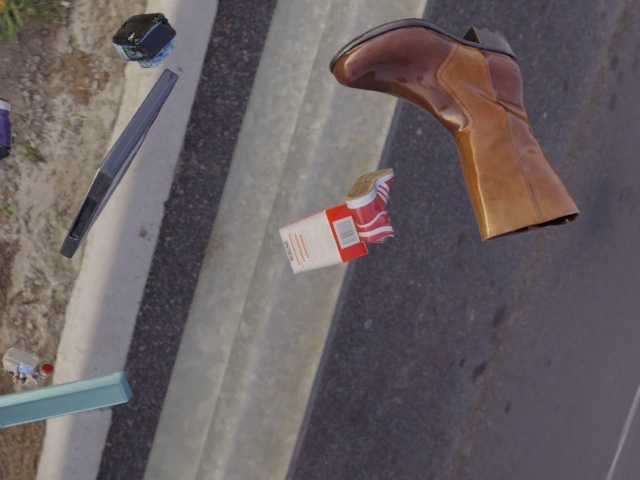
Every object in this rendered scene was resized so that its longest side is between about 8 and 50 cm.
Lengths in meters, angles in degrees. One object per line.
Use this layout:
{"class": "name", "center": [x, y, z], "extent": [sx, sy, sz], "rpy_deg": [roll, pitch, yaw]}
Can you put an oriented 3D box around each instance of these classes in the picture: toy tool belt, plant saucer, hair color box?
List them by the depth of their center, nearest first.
{"class": "hair color box", "center": [0.000, 0.000, 0.778], "extent": [0.043, 0.141, 0.072], "rpy_deg": [-20, 92, -30]}
{"class": "plant saucer", "center": [-0.375, 0.232, 0.847], "extent": [0.192, 0.018, 0.067], "rpy_deg": [-9, 135, -10]}
{"class": "toy tool belt", "center": [-0.489, 0.216, 0.979], "extent": [0.052, 0.083, 0.051], "rpy_deg": [-77, -169, -59]}

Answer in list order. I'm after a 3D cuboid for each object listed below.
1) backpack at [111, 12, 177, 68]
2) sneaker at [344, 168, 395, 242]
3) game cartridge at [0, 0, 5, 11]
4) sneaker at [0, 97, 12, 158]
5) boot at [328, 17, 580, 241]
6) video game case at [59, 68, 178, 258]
{"class": "backpack", "center": [-0.362, -0.407, 1.203], "extent": [0.105, 0.114, 0.084], "rpy_deg": [-58, 144, -22]}
{"class": "sneaker", "center": [0.063, -0.038, 0.666], "extent": [0.118, 0.042, 0.067], "rpy_deg": [-47, 121, -57]}
{"class": "game cartridge", "center": [-0.506, -0.405, 0.599], "extent": [0.053, 0.323, 0.285], "rpy_deg": [-39, 162, 4]}
{"class": "sneaker", "center": [-0.674, -0.183, 0.986], "extent": [0.283, 0.107, 0.124], "rpy_deg": [-4, 91, -34]}
{"class": "boot", "center": [0.161, -0.126, 0.724], "extent": [0.264, 0.096, 0.280], "rpy_deg": [-5, 71, -26]}
{"class": "video game case", "center": [-0.297, -0.103, 0.852], "extent": [0.026, 0.274, 0.196], "rpy_deg": [31, 54, -17]}
